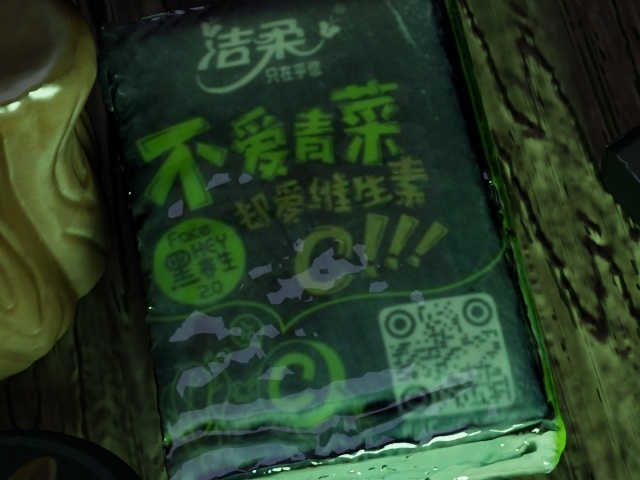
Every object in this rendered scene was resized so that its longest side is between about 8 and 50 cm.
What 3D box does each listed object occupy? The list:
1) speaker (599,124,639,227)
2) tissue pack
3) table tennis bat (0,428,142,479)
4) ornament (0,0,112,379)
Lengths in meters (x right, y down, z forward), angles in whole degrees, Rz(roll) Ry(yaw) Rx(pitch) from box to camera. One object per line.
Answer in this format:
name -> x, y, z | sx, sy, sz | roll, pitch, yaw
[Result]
speaker -> 0.241, -0.065, 0.757 | 0.218, 0.044, 0.082 | -34, 67, -10
tissue pack -> 0.000, 0.000, 0.733 | 0.173, 0.073, 0.236 | -10, 65, -6
table tennis bat -> -0.141, 0.166, 0.657 | 0.150, 0.027, 0.236 | -3, 40, 4
ornament -> -0.192, -0.040, 0.694 | 0.235, 0.218, 0.221 | 17, 68, 12
